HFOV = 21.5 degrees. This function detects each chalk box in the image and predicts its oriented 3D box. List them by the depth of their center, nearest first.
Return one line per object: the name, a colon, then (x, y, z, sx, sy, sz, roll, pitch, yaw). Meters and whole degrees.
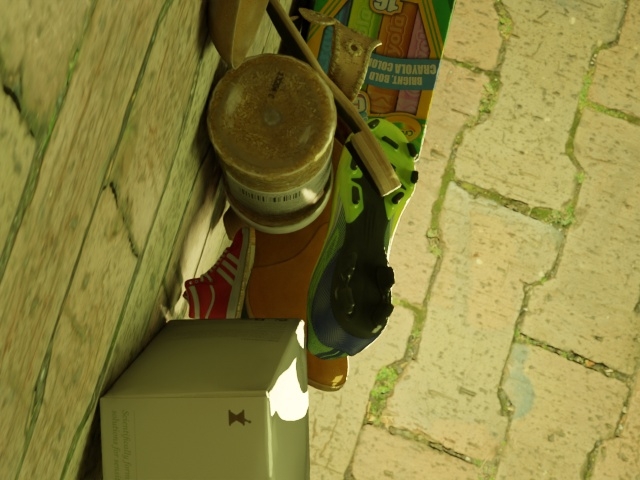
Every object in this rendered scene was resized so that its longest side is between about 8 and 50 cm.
chalk box: (0.054, -0.208, 2.172, 0.180, 0.179, 0.289, -97, -162, -75)

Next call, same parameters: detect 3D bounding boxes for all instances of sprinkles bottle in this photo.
sprinkles bottle: (-0.045, -0.089, 1.694, 0.355, 0.121, 0.121, 95, 12, -82)

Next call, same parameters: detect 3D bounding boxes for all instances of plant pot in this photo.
plant pot: (-0.051, -0.258, 1.387, 0.236, 0.032, 0.236, 17, 90, -87)

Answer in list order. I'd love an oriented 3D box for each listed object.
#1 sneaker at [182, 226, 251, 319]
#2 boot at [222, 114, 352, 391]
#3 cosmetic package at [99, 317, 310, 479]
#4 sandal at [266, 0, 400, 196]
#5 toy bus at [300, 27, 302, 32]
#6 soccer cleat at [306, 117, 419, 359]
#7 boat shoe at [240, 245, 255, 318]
sneaker: (-0.112, 0.035, 1.831, 0.042, 0.067, 0.118, 88, 10, -63)
boot: (0.000, -0.001, 1.908, 0.211, 0.104, 0.295, -49, -127, 32)
cosmetic package: (-0.096, 0.197, 1.596, 0.365, 0.155, 0.197, -51, 140, -82)
sandal: (0.031, -0.164, 1.653, 0.079, 0.240, 0.088, -31, -175, -4)
toy bus: (0.068, -0.355, 2.291, 0.108, 0.130, 0.333, -128, -127, -69)
soccer cleat: (0.033, -0.006, 1.775, 0.121, 0.093, 0.289, -41, -149, 48)
boat shoe: (-0.051, 0.053, 2.392, 0.187, 0.156, 0.500, 102, 4, -50)
